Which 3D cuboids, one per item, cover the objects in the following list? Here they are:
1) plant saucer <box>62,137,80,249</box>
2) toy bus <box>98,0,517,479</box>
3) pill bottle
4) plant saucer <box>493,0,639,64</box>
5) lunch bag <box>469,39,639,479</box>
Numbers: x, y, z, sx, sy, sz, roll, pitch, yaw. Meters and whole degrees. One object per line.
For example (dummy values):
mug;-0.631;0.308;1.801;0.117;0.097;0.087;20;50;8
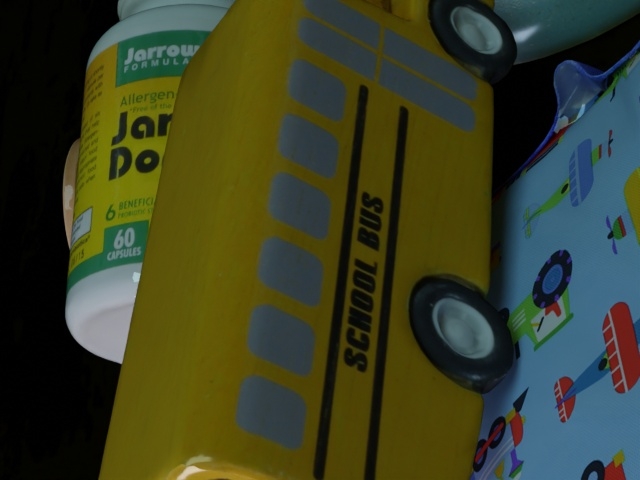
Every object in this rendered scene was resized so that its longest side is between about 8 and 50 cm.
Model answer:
plant saucer;-0.119;-0.015;0.935;0.013;0.083;0.083;-5;65;11
toy bus;0.000;0.000;0.734;0.108;0.130;0.332;-47;26;42
pill bottle;-0.065;-0.046;0.887;0.118;0.117;0.208;-13;61;30
plant saucer;0.102;-0.242;0.913;0.318;0.044;0.317;-15;60;28
lunch bag;0.140;0.028;0.690;0.221;0.138;0.293;-48;39;30
